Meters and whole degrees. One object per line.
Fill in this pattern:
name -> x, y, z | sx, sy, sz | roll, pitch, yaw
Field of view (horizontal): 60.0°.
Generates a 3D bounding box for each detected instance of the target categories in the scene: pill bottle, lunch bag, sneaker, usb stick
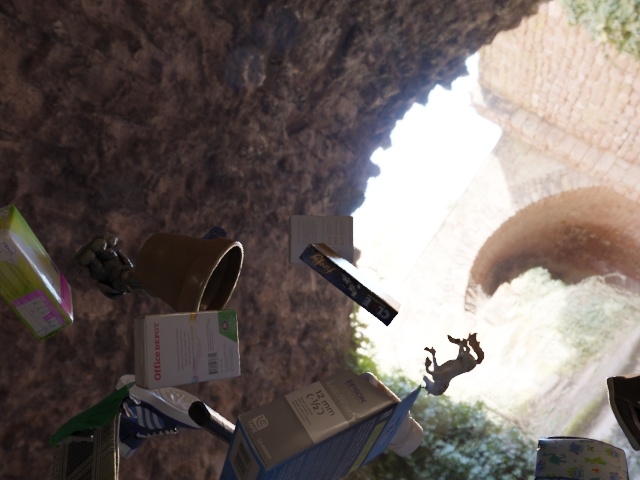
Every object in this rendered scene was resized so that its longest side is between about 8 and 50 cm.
pill bottle -> 0.172, 0.485, 1.534 | 0.131, 0.229, 0.131 | -43, 12, 12
lunch bag -> 0.479, 0.427, 1.011 | 0.151, 0.096, 0.129 | -14, 13, 27
sneaker -> -0.405, 0.034, 1.862 | 0.232, 0.081, 0.090 | -37, -14, -53
sneaker -> 0.696, 0.351, 1.193 | 0.118, 0.083, 0.222 | -27, 14, 26
sneaker -> -0.517, 0.578, 1.716 | 0.130, 0.323, 0.236 | -30, -39, -80
usb stick -> -0.236, 0.474, 1.380 | 0.045, 0.077, 0.278 | -50, -40, -16

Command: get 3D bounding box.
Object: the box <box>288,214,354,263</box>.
box -> 0.000, 0.000, 1.500 | 0.091, 0.171, 0.130 | 151, 120, -82

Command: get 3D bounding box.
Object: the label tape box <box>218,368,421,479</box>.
label tape box -> -0.001, 0.369, 1.040 | 0.348, 0.115, 0.249 | -16, -40, -34

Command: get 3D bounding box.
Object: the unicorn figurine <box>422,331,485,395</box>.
unicorn figurine -> 0.241, 0.243, 1.064 | 0.162, 0.111, 0.060 | -23, 23, 21

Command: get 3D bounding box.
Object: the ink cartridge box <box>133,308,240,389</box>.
ink cartridge box -> -0.297, 0.236, 1.229 | 0.213, 0.154, 0.093 | 0, -8, -36

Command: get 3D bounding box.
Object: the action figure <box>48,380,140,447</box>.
action figure -> -0.523, 0.414, 1.259 | 0.232, 0.063, 0.137 | -27, 13, 13

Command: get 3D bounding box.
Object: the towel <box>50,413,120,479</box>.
towel -> -0.598, 0.617, 1.412 | 0.312, 0.324, 0.056 | -42, -52, 19

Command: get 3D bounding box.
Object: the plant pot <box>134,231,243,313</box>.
plant pot -> -0.372, 0.082, 1.521 | 0.263, 0.229, 0.262 | 23, -90, -80

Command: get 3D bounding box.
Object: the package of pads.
package of pads -> -0.739, 0.081, 1.390 | 0.101, 0.229, 0.296 | -29, -60, -12

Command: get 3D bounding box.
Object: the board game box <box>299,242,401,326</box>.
board game box -> 0.074, 0.095, 1.266 | 0.042, 0.243, 0.165 | -53, -8, 7

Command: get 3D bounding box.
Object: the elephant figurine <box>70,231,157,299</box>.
elephant figurine -> -0.615, 0.105, 1.669 | 0.169, 0.186, 0.239 | -43, -63, 8
